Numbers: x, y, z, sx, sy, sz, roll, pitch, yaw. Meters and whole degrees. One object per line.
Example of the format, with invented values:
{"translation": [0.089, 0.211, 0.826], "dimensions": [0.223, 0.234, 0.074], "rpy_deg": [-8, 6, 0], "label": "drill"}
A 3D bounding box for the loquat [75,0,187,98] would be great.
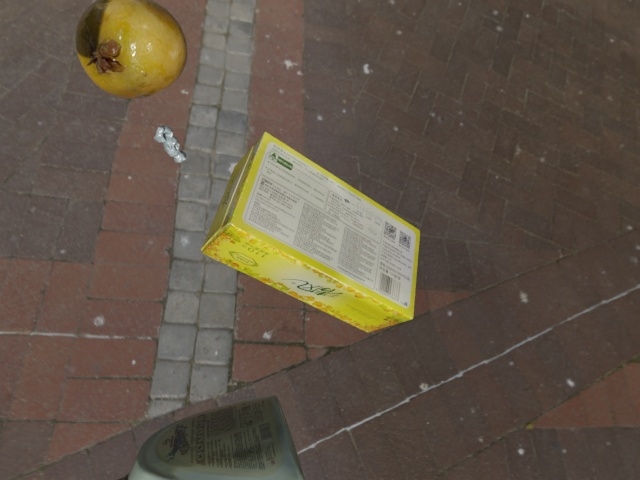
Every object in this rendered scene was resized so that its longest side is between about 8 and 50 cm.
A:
{"translation": [-0.268, -0.275, 0.630], "dimensions": [0.163, 0.137, 0.163], "rpy_deg": [-3, 27, 1], "label": "loquat"}

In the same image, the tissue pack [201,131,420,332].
{"translation": [0.000, 0.000, 0.378], "dimensions": [0.176, 0.062, 0.095], "rpy_deg": [28, 55, -24], "label": "tissue pack"}

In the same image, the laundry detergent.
{"translation": [-0.171, 0.336, 0.612], "dimensions": [0.281, 0.105, 0.215], "rpy_deg": [-13, 25, -14], "label": "laundry detergent"}

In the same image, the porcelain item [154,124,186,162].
{"translation": [-0.292, -0.189, 0.856], "dimensions": [0.028, 0.083, 0.036], "rpy_deg": [28, 69, 34], "label": "porcelain item"}
